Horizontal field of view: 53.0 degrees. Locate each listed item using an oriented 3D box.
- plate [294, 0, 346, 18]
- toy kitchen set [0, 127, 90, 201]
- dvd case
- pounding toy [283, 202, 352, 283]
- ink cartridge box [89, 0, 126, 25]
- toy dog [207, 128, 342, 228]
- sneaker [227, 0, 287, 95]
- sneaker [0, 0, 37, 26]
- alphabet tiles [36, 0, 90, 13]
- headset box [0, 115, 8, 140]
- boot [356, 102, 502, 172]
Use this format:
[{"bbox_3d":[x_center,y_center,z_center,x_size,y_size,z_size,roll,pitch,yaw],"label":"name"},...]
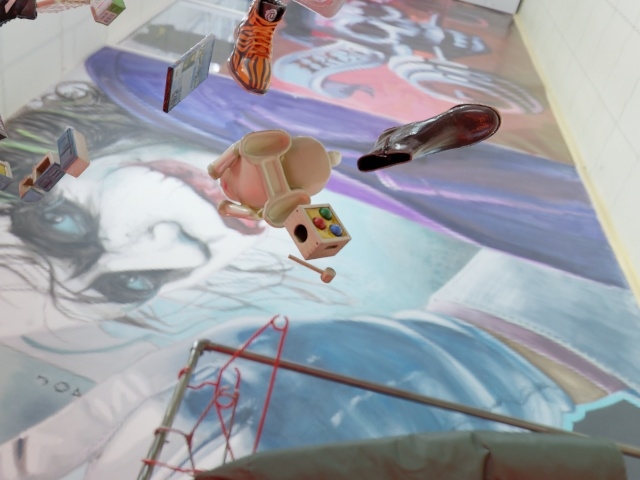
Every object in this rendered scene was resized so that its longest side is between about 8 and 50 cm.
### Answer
[{"bbox_3d":[-0.022,-0.595,1.323,0.278,0.277,0.045,-39,41,49],"label":"plate"},{"bbox_3d":[-0.674,-0.181,1.490,0.207,0.166,0.122,-42,48,14],"label":"toy kitchen set"},{"bbox_3d":[-0.426,-0.543,2.080,0.253,0.022,0.180,-57,-5,-41],"label":"dvd case"},{"bbox_3d":[-0.003,0.005,1.701,0.181,0.206,0.094,-7,-32,-48],"label":"pounding toy"},{"bbox_3d":[-0.766,-0.873,2.251,0.062,0.109,0.209,2,-118,-57],"label":"ink cartridge box"},{"bbox_3d":[-0.173,-0.223,2.037,0.395,0.284,0.408,-35,17,-27],"label":"toy dog"},{"bbox_3d":[-0.170,-0.557,1.758,0.180,0.125,0.321,-49,40,44],"label":"sneaker"},{"bbox_3d":[-0.760,-0.544,1.557,0.217,0.121,0.079,-35,61,36],"label":"sneaker"},{"bbox_3d":[-0.869,-0.769,2.107,0.284,0.278,0.021,-81,-21,-70],"label":"alphabet tiles"},{"bbox_3d":[-1.001,-0.349,1.736,0.110,0.218,0.293,56,-170,-77],"label":"headset box"},{"bbox_3d":[0.214,-0.189,1.247,0.207,0.248,0.090,-45,-57,-52],"label":"boot"}]
